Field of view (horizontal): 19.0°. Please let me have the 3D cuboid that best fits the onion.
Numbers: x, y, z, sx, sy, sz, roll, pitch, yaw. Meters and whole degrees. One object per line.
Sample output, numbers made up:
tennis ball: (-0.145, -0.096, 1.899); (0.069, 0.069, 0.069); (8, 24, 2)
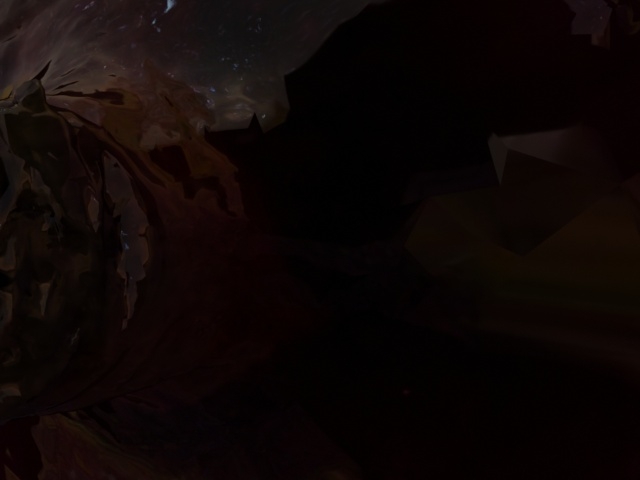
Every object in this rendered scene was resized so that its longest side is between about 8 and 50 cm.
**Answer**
onion: (0.000, 0.000, 0.572); (0.348, 0.348, 0.385); (-40, -16, 25)
